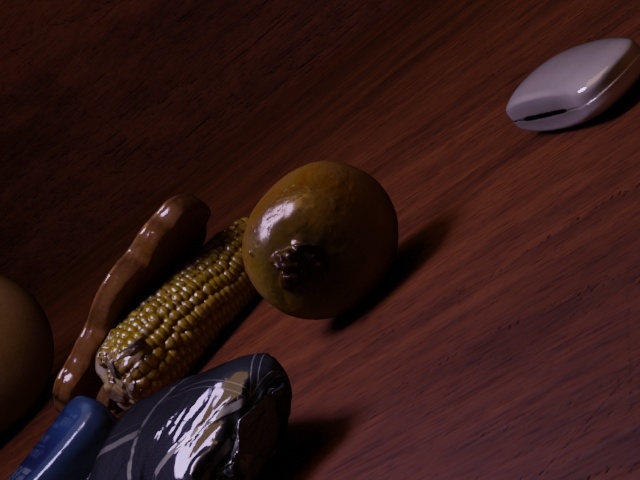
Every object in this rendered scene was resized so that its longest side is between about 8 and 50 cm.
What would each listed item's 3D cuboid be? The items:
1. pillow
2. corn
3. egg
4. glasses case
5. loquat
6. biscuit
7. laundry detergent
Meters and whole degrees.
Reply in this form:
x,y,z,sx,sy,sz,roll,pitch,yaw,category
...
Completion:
x,y,z,sx,sy,sz,roll,pitch,yaw,category
-0.118,0.179,1.388,0.161,0.092,0.335,-52,12,-25,pillow
-0.147,0.074,1.910,0.293,0.106,0.106,-49,12,-33,corn
-0.532,0.178,2.536,0.250,0.250,0.322,-41,17,8,egg
0.225,-0.138,1.491,0.081,0.051,0.204,-44,10,-10,glasses case
0.000,0.000,1.547,0.163,0.137,0.163,-25,18,9,loquat
-0.216,0.075,1.948,0.295,0.044,0.186,-61,-17,12,biscuit
-0.307,0.285,1.666,0.290,0.094,0.143,-46,14,-21,laundry detergent
